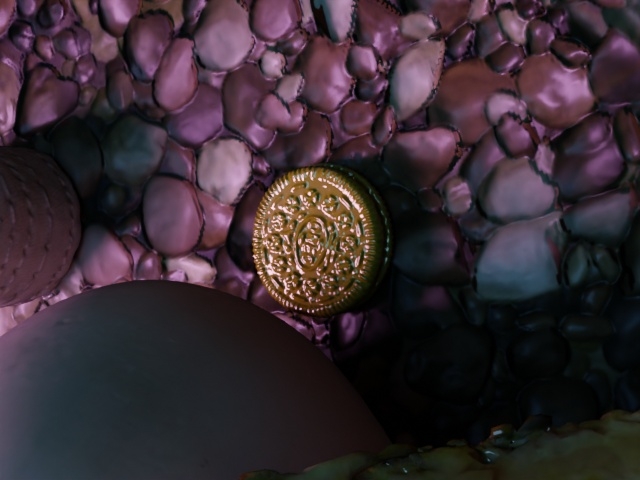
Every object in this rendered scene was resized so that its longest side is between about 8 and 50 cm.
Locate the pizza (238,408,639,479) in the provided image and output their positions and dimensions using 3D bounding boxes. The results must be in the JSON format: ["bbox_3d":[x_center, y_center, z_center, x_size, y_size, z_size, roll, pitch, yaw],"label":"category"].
[{"bbox_3d":[0.120,0.243,0.641,0.080,0.435,0.391,-127,30,-64],"label":"pizza"}]

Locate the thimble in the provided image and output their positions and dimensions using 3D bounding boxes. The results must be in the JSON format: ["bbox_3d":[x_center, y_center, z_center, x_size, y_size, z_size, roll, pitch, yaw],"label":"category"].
[{"bbox_3d":[-0.213,-0.006,0.946,0.115,0.090,0.102,-45,71,26],"label":"thimble"}]

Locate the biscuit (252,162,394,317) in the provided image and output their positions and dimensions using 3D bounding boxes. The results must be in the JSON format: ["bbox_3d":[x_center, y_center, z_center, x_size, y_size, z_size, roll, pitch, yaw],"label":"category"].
[{"bbox_3d":[0.000,0.000,0.849,0.084,0.023,0.084,3,95,32],"label":"biscuit"}]

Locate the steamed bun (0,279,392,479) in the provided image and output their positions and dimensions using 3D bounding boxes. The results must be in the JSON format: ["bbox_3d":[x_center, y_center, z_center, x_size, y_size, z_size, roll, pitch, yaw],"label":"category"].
[{"bbox_3d":[-0.110,0.169,0.757,0.206,0.324,0.324,32,110,16],"label":"steamed bun"}]
